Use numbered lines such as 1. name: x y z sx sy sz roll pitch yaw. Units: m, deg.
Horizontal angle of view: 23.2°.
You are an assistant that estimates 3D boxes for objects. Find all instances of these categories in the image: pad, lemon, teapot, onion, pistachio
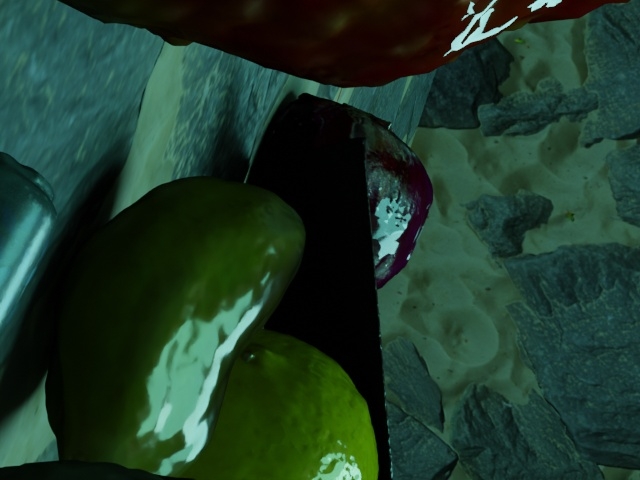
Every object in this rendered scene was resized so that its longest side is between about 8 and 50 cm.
1. pad: 0.001 0.087 1.077 0.202 0.005 0.300 171 -86 -66
2. lemon: -0.053 0.152 0.987 0.178 0.178 0.203 -60 164 -61
3. teapot: -0.120 0.009 0.501 0.063 0.049 0.083 97 15 -67
4. onion: 0.000 0.000 1.258 0.195 0.139 0.218 120 -7 -84
5. pistachio: -0.082 0.039 0.757 0.189 0.100 0.110 -58 147 -27

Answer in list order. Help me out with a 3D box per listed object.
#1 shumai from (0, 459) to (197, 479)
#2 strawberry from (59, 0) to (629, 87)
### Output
1. shumai: -0.097 0.235 0.406 0.263 0.304 0.309 -40 150 -57
2. strawberry: 0.022 -0.159 0.345 0.277 0.257 0.257 -59 172 -11
